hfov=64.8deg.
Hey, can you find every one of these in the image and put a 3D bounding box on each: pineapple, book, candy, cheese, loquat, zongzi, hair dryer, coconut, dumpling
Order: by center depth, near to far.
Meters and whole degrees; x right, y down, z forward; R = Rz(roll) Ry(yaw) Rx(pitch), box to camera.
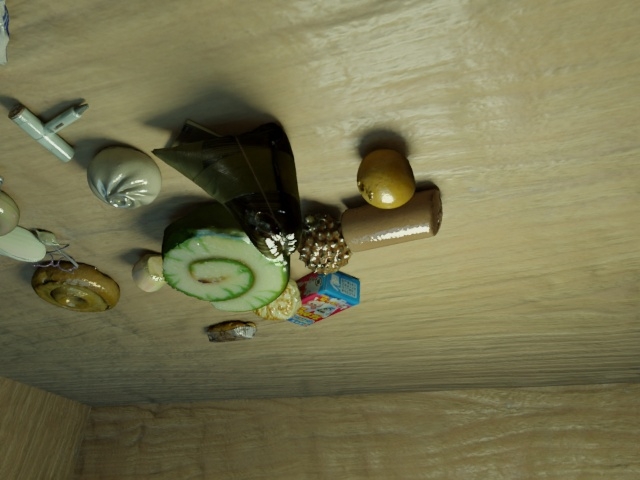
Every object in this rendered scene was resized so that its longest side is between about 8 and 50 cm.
[{"bbox_3d":[-0.204,-0.094,1.068,0.318,0.289,0.154,-5,146,-3],"label":"zongzi"},{"bbox_3d":[-0.559,-0.252,1.116,0.183,0.044,0.155,-11,149,16],"label":"hair dryer"},{"bbox_3d":[0.148,-0.138,1.148,0.141,0.141,0.141,2,149,1],"label":"loquat"},{"bbox_3d":[-0.248,-0.201,1.192,0.199,0.016,0.138,21,144,-27],"label":"book"},{"bbox_3d":[-0.895,-0.105,1.352,0.163,0.082,0.286,18,143,-25],"label":"cheese"},{"bbox_3d":[0.000,0.000,1.369,0.166,0.166,0.193,-11,134,22],"label":"pineapple"},{"bbox_3d":[-0.839,-0.003,1.551,0.077,0.043,0.059,16,169,-26],"label":"dumpling"},{"bbox_3d":[-0.548,0.106,1.636,0.116,0.116,0.122,29,135,-36],"label":"coconut"},{"bbox_3d":[-0.018,0.203,1.767,0.157,0.100,0.306,24,144,-32],"label":"candy"}]

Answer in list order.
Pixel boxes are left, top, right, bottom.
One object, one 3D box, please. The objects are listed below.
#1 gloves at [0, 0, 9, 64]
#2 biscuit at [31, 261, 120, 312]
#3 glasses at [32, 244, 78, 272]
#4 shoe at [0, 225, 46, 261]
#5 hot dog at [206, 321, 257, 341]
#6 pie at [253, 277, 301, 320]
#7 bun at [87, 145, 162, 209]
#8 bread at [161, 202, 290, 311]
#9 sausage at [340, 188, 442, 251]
[{"bbox_3d":[-0.582,-0.376,0.855,0.119,0.097,0.229,36,135,-24],"label":"gloves"},{"bbox_3d":[-0.874,0.178,1.802,0.297,0.101,0.296,4,148,3],"label":"biscuit"},{"bbox_3d":[-0.848,0.048,1.615,0.140,0.062,0.104,16,145,-22],"label":"glasses"},{"bbox_3d":[-0.977,-0.002,1.523,0.265,0.095,0.110,30,146,-29],"label":"shoe"},{"bbox_3d":[-0.384,0.392,2.146,0.253,0.069,0.131,-15,154,31],"label":"hot dog"},{"bbox_3d":[-0.158,0.178,1.689,0.205,0.084,0.178,10,114,19],"label":"pie"},{"bbox_3d":[-0.477,-0.138,1.220,0.173,0.119,0.172,1,147,1],"label":"bun"},{"bbox_3d":[-0.270,0.061,1.467,0.367,0.129,0.381,-1,136,-2],"label":"bread"},{"bbox_3d":[0.190,-0.050,1.305,0.253,0.123,0.123,-13,145,24],"label":"sausage"}]
